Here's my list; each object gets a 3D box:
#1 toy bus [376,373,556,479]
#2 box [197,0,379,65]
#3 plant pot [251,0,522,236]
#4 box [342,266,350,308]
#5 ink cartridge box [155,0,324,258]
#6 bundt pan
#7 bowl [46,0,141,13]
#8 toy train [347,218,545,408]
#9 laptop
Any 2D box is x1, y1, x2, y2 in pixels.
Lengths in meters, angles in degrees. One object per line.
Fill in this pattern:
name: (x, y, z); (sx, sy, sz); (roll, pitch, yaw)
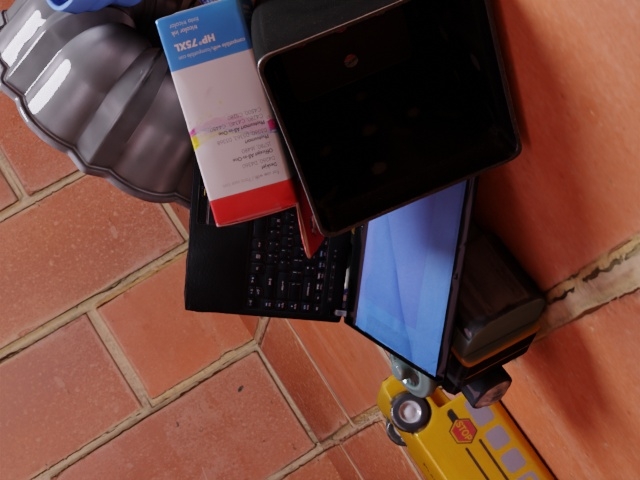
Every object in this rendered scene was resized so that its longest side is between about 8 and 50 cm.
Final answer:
toy bus: (0.207, 0.298, 1.499); (0.332, 0.130, 0.108); (55, 168, 17)
box: (-0.059, -0.274, 1.186); (0.257, 0.128, 0.122); (59, 167, -5)
plant pot: (0.041, -0.149, 1.016); (0.167, 0.187, 0.188); (-116, 3, -52)
box: (0.077, 0.067, 1.477); (0.225, 0.136, 0.036); (135, 143, -76)
ink cartridge box: (-0.066, -0.094, 1.067); (0.134, 0.078, 0.231); (-52, -53, -80)
bundt pan: (-0.180, -0.193, 1.286); (0.124, 0.331, 0.331); (-50, 65, 32)
bowl: (-0.187, -0.400, 1.083); (0.391, 0.077, 0.391); (-177, 90, -65)
toy train: (0.103, 0.017, 1.263); (0.334, 0.142, 0.190); (56, 154, 25)
laptop: (0.000, 0.000, 1.163); (0.136, 0.264, 0.234); (-95, 10, -68)
